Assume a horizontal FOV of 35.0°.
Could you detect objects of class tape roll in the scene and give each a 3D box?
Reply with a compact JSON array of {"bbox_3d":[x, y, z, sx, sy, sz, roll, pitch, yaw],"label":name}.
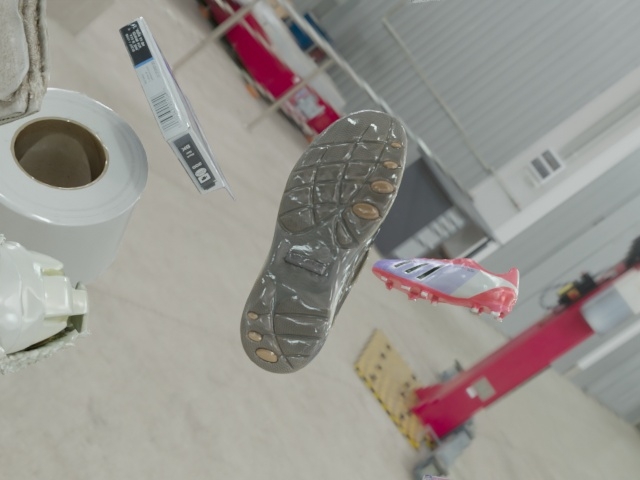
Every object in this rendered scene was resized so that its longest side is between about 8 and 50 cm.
[{"bbox_3d":[-0.381,-0.071,1.425,0.246,0.169,0.246,14,50,-17],"label":"tape roll"}]

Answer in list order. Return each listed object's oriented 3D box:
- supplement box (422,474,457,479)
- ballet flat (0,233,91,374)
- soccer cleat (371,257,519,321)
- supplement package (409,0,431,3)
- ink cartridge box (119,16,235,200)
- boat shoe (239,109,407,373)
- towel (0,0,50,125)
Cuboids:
[{"bbox_3d":[0.230,0.376,1.286,0.220,0.114,0.111,11,-7,6],"label":"supplement box"},{"bbox_3d":[-0.288,0.052,0.944,0.147,0.147,0.409,54,-8,2],"label":"ballet flat"},{"bbox_3d":[0.211,0.063,1.705,0.248,0.095,0.083,16,-16,19],"label":"soccer cleat"},{"bbox_3d":[0.199,-0.438,1.324,0.194,0.203,0.149,-19,74,-44],"label":"supplement package"},{"bbox_3d":[-0.197,-0.170,1.404,0.206,0.045,0.208,63,0,28],"label":"ink cartridge box"},{"bbox_3d":[0.000,0.000,1.276,0.132,0.355,0.130,27,-11,6],"label":"boat shoe"},{"bbox_3d":[-0.357,-0.244,1.029,0.049,0.187,0.282,9,71,-57],"label":"towel"}]
